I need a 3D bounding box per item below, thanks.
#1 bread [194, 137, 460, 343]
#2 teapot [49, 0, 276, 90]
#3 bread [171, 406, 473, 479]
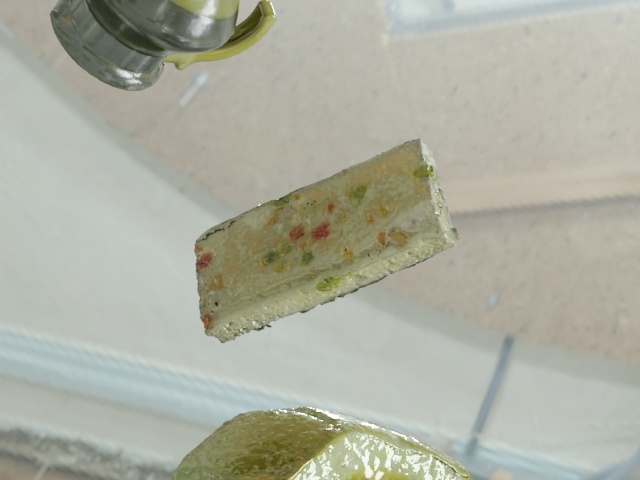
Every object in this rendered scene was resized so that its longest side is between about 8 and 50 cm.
[{"bbox_3d":[0.000,0.000,0.858,0.154,0.068,0.028,-22,-36,17],"label":"bread"},{"bbox_3d":[-0.114,-0.175,1.136,0.166,0.130,0.119,18,-48,-39],"label":"teapot"},{"bbox_3d":[-0.008,0.209,1.105,0.124,0.186,0.257,17,-11,44],"label":"bread"}]
